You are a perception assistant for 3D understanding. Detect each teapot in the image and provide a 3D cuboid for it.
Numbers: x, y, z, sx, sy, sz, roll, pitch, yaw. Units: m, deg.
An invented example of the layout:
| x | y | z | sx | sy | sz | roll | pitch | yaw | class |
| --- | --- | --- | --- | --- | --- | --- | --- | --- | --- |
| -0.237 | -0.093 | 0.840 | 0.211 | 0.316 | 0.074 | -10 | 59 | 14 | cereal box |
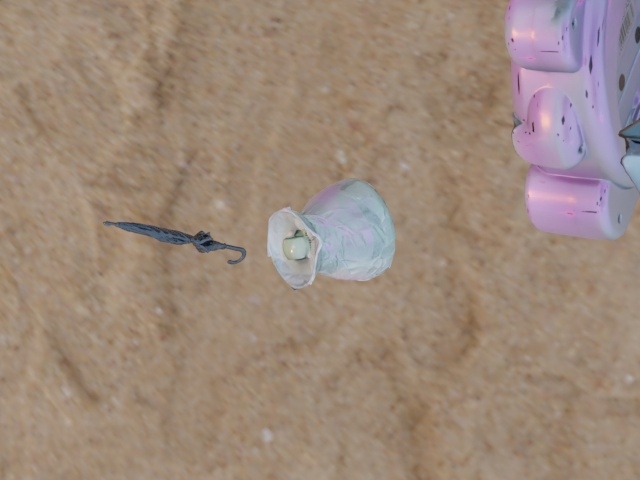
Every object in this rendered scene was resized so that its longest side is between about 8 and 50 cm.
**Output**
| x | y | z | sx | sy | sz | roll | pitch | yaw | class |
| --- | --- | --- | --- | --- | --- | --- | --- | --- | --- |
| 0.000 | 0.000 | 1.106 | 0.064 | 0.083 | 0.064 | -16 | 89 | -35 | teapot |

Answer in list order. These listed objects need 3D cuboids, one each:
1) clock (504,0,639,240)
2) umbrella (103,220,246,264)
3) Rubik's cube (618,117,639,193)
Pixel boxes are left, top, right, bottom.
| x | y | z | sx | sy | sz | roll | pitch | yaw | class |
| --- | --- | --- | --- | --- | --- | --- | --- | --- | --- |
| 0.215 | -0.147 | 1.413 | 0.227 | 0.090 | 0.248 | -65 | 149 | -31 | clock |
| -0.115 | -0.004 | 1.469 | 0.149 | 0.022 | 0.022 | 18 | 120 | -44 | umbrella |
| 0.319 | -0.068 | 1.013 | 0.250 | 0.234 | 0.284 | -23 | 126 | 26 | Rubik's cube |
